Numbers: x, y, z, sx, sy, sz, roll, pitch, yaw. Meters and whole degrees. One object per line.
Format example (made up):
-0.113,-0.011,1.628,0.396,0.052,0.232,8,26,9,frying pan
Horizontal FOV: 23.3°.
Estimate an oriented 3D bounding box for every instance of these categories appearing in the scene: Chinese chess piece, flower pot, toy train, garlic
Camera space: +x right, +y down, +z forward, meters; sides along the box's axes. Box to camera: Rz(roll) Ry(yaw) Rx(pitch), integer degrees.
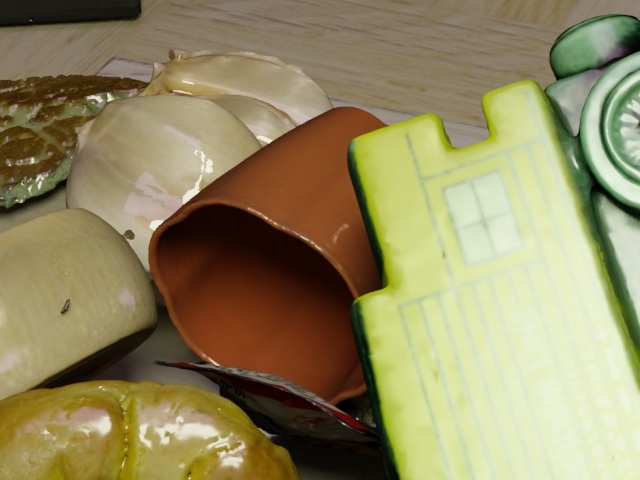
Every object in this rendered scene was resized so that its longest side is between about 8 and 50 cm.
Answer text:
-0.242,0.083,1.095,0.273,0.273,0.102,-31,85,-27,Chinese chess piece
0.000,0.000,1.125,0.190,0.190,0.173,17,46,28,flower pot
0.165,0.089,0.897,0.272,0.179,0.442,-18,69,8,toy train
-0.088,-0.039,1.288,0.203,0.185,0.281,16,23,16,garlic

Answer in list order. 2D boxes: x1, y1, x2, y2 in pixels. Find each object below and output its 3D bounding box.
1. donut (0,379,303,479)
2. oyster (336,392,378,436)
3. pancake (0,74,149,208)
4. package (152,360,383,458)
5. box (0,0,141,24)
-0.129,0.189,0.975,0.261,0.208,0.128,-2,1,1,donut
0.058,0.072,1.189,0.163,0.081,0.191,-30,44,-30,oyster
-0.299,-0.083,1.474,0.376,0.054,0.197,-10,37,0,pancake
-0.003,0.122,1.042,0.154,0.239,0.030,13,76,24,package
-0.329,-0.430,1.682,0.251,0.345,0.204,-3,33,8,box
